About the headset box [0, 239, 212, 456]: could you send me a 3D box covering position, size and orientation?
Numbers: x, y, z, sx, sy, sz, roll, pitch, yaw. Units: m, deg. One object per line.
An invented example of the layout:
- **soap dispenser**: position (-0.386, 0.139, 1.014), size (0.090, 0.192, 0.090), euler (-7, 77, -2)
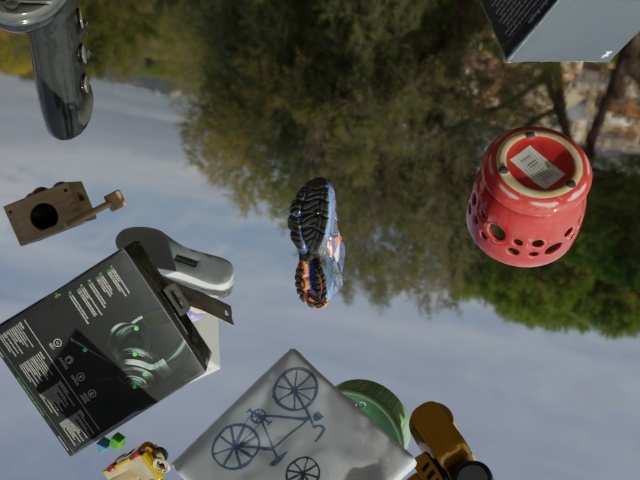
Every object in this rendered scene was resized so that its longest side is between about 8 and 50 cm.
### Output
- **headset box**: position (-0.350, 0.167, 1.307), size (0.283, 0.246, 0.131), euler (-33, -173, 1)

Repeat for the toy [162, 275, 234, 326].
- **toy**: position (-0.279, 0.109, 1.455), size (0.237, 0.056, 0.137), euler (28, -174, -14)

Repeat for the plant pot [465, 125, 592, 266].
- **plant pot**: position (0.342, -0.078, 1.278), size (0.191, 0.191, 0.174), euler (13, 150, 8)

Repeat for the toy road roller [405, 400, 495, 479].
- **toy road roller**: position (0.278, 0.582, 1.905), size (0.241, 0.202, 0.329), euler (-30, -138, -2)

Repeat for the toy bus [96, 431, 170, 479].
- **toy bus**: position (-0.421, 0.535, 1.881), size (0.202, 0.191, 0.104), euler (16, -151, 18)

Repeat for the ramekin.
- **ramekin**: position (0.102, 0.530, 2.165), size (0.303, 0.303, 0.148), euler (15, -165, 18)

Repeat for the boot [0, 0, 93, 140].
- **boot**: position (-0.532, -0.368, 1.524), size (0.146, 0.445, 0.367), euler (8, -131, -9)

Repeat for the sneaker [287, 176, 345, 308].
- **sneaker**: position (0.000, 0.000, 1.329), size (0.083, 0.221, 0.087), euler (11, -160, 30)

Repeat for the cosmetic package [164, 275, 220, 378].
- **cosmetic package**: position (-0.327, 0.203, 1.672), size (0.184, 0.151, 0.151), euler (42, -151, -42)

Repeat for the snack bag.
- **snack bag**: position (-0.042, 0.399, 1.420), size (0.342, 0.037, 0.323), euler (36, -115, 25)

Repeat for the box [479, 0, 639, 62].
- **box**: position (0.511, -0.611, 1.741), size (0.293, 0.395, 0.212), euler (-6, 156, -25)

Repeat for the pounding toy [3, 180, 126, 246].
- **pounding toy**: position (-0.478, -0.071, 1.486), size (0.206, 0.094, 0.181), euler (-22, -174, -3)

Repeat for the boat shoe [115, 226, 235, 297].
- **boat shoe**: position (-0.355, 0.061, 1.926), size (0.306, 0.105, 0.113), euler (16, -126, 2)
